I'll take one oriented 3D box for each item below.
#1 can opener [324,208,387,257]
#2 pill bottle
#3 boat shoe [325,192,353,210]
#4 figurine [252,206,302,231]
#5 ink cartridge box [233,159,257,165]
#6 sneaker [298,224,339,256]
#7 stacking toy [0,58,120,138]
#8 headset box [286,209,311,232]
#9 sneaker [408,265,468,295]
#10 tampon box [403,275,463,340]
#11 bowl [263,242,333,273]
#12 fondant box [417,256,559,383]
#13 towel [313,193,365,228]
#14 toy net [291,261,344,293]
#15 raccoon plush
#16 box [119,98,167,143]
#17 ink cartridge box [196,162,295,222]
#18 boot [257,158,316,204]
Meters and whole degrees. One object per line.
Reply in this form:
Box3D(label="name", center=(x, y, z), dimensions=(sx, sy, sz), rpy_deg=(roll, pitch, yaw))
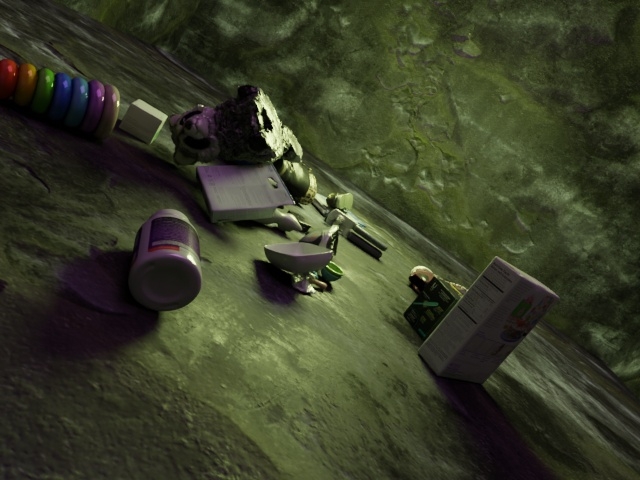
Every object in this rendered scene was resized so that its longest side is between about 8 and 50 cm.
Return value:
Box3D(label="can opener", center=(0.146, -0.034, 1.794), dimensions=(0.280, 0.074, 0.093), rpy_deg=(35, 15, 0))
Box3D(label="pill bottle", center=(-0.258, 0.022, 0.742), dimensions=(0.108, 0.108, 0.193), rpy_deg=(26, 18, -28))
Box3D(label="boat shoe", center=(0.090, -0.175, 1.960), dimensions=(0.069, 0.081, 0.228), rpy_deg=(9, 4, 19))
Box3D(label="figurine", center=(-0.169, -0.110, 1.372), dimensions=(0.210, 0.092, 0.215), rpy_deg=(23, 20, -47))
Box3D(label="ink cartridge box", center=(-0.303, -0.351, 1.834), dimensions=(0.176, 0.069, 0.371), rpy_deg=(32, 13, -13))
Box3D(label="sneaker", center=(0.000, 0.000, 1.365), dimensions=(0.108, 0.100, 0.271), rpy_deg=(5, 4, 9))
Box3D(label="stacking toy", center=(-0.658, -0.349, 1.022), dimensions=(0.331, 0.141, 0.141), rpy_deg=(12, 27, -41))
Box3D(label="headset box", center=(-0.076, -0.063, 1.505), dimensions=(0.062, 0.032, 0.083), rpy_deg=(18, 21, -45))
Box3D(label="sneaker", center=(0.459, 0.207, 1.707), dimensions=(0.282, 0.106, 0.163), rpy_deg=(29, 18, 19))
Box3D(label="tampon box", center=(0.360, 0.215, 1.335), dimensions=(0.102, 0.161, 0.120), rpy_deg=(25, 19, -32))
Box3D(label="bowl", center=(-0.057, 0.044, 1.096), dimensions=(0.142, 0.053, 0.142), rpy_deg=(-4, 12, -41))
Box3D(label="fondant box", center=(0.450, 0.225, 1.175), dimensions=(0.238, 0.330, 0.096), rpy_deg=(23, 20, -39))
Box3D(label="towel", center=(0.065, -0.139, 2.015), dimensions=(0.285, 0.034, 0.209), rpy_deg=(20, 22, -44))
Box3D(label="toy net", center=(-0.024, 0.080, 1.165), dimensions=(0.122, 0.045, 0.232), rpy_deg=(39, 16, 14))
Box3D(label="raccoon plush", center=(-0.264, -0.287, 1.395), dimensions=(0.446, 0.300, 0.216), rpy_deg=(46, 34, -62))
Box3D(label="box", center=(-0.540, -0.365, 1.345), dimensions=(0.102, 0.087, 0.101), rpy_deg=(29, 17, -20))
Box3D(label="ink cartridge box", center=(-0.211, -0.137, 1.208), dimensions=(0.224, 0.045, 0.223), rpy_deg=(-7, 42, -22))
Box3D(label="boot", center=(-0.150, -0.332, 1.767), dimensions=(0.284, 0.138, 0.377), rpy_deg=(41, 22, -50))
